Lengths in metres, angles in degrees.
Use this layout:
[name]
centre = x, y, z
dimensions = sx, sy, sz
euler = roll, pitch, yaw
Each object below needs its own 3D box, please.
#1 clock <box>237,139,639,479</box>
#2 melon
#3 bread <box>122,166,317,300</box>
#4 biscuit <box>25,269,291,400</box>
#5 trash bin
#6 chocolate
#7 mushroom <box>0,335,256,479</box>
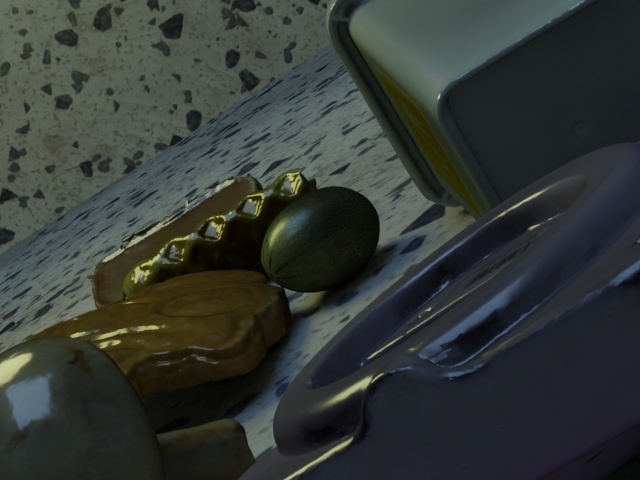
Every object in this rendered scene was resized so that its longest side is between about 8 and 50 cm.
[clock]
centre = 0.103, 0.060, 0.640
dimensions = 0.295, 0.113, 0.322
euler = -36, 3, 23
[melon]
centre = 0.000, 0.000, 1.160
dimensions = 0.130, 0.098, 0.098
euler = -31, 12, -22
[bread]
centre = -0.109, 0.015, 1.350
dimensions = 0.269, 0.087, 0.098
euler = -32, -14, 4
[biscuit]
centre = -0.168, 0.090, 1.125
dimensions = 0.269, 0.051, 0.376
euler = -10, 12, 14
[trash bin]
centre = 0.190, -0.148, 0.984
dimensions = 0.296, 0.256, 0.368
euler = -30, 20, 5
[chocolate]
centre = -0.165, 0.024, 1.479
dimensions = 0.261, 0.083, 0.161
euler = -31, 28, 6
[mushroom]
centre = -0.146, 0.165, 0.796
dimensions = 0.215, 0.207, 0.207
euler = -5, 1, -27
